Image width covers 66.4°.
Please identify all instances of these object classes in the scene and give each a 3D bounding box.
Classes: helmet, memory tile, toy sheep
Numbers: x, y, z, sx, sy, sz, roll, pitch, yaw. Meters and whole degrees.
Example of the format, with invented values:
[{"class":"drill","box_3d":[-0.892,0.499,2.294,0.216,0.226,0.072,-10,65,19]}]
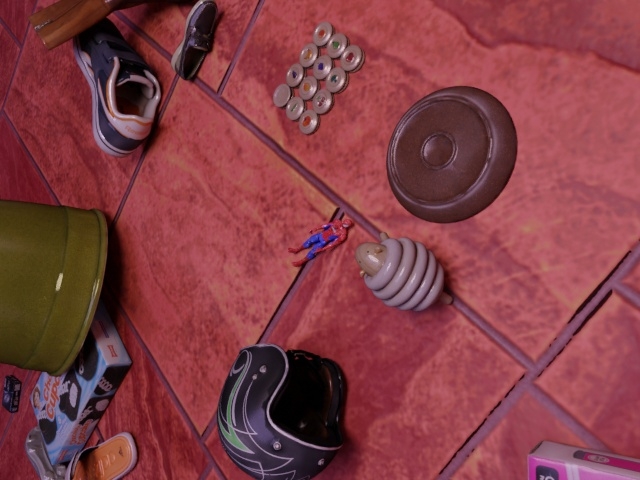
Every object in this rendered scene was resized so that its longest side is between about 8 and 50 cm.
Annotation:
[{"class":"helmet","box_3d":[-0.052,0.226,0.632,0.169,0.169,0.162,-14,61,37]},{"class":"memory tile","box_3d":[-0.007,-0.243,0.731,0.148,0.012,0.113,-52,58,23]},{"class":"toy sheep","box_3d":[0.098,0.039,0.566,0.091,0.132,0.091,-61,13,25]}]

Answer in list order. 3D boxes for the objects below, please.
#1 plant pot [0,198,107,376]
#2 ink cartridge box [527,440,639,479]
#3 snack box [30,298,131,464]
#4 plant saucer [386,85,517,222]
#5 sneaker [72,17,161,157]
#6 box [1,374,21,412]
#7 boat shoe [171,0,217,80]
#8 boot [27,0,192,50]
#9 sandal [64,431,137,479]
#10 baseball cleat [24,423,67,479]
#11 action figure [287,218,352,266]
[{"class":"plant pot","box_3d":[-0.664,0.065,0.957,0.366,0.352,0.367,-21,60,43]},{"class":"ink cartridge box","box_3d":[0.355,0.285,0.369,0.370,0.069,0.176,-2,85,36]},{"class":"snack box","box_3d":[-0.532,0.307,1.069,0.187,0.060,0.322,48,114,32]},{"class":"plant saucer","box_3d":[0.146,-0.106,0.588,0.168,0.029,0.169,-5,82,38]},{"class":"sneaker","box_3d":[-0.399,-0.335,0.982,0.127,0.126,0.321,-26,75,35]},{"class":"box","box_3d":[-0.840,0.417,1.331,0.067,0.018,0.083,11,93,38]},{"class":"boat shoe","box_3d":[-0.221,-0.361,0.889,0.049,0.056,0.152,52,126,24]},{"class":"boot","box_3d":[-0.392,-0.443,0.902,0.280,0.096,0.264,-38,55,-16]},{"class":"sandal","box_3d":[-0.468,0.464,0.994,0.265,0.076,0.102,-43,62,28]},{"class":"baseball cleat","box_3d":[-0.626,0.521,1.120,0.206,0.072,0.110,35,122,44]},{"class":"action figure","box_3d":[0.000,0.000,0.696,0.115,0.030,0.038,-32,62,30]}]
